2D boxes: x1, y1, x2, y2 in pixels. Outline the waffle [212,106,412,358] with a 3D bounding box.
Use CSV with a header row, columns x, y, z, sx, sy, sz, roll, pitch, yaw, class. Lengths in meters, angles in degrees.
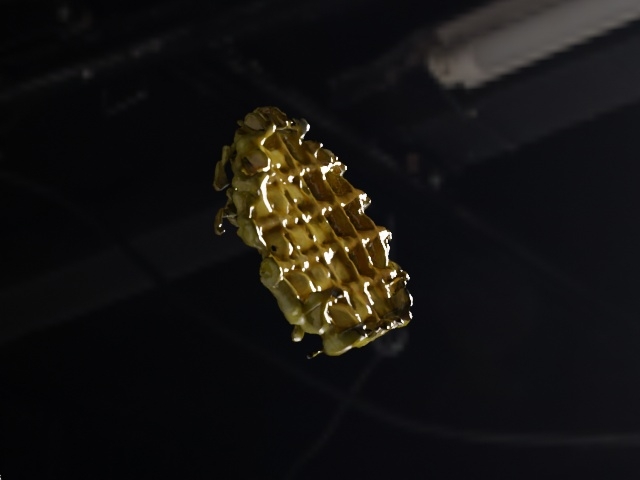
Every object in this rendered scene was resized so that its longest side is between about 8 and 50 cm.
x,y,z,sx,sy,sz,roll,pitch,yaw,class
0.002,-0.002,1.794,0.060,0.280,0.262,-34,-52,23,waffle
